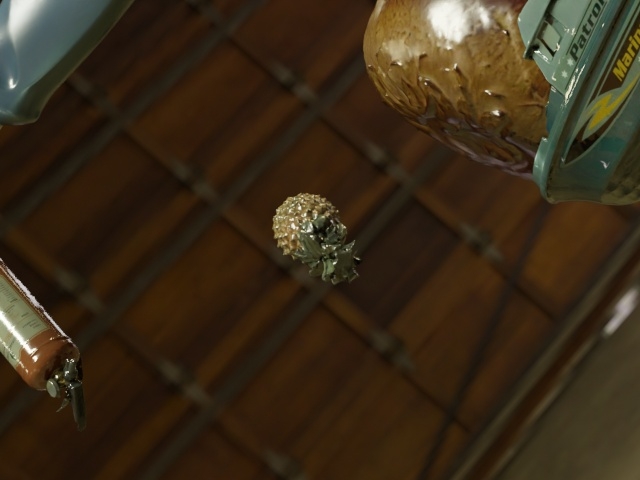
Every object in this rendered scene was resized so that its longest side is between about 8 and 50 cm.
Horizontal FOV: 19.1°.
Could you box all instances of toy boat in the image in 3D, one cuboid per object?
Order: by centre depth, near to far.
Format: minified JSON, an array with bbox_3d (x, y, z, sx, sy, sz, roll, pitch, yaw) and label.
[{"bbox_3d":[0.188,-0.129,1.069,0.114,0.122,0.296,-30,-25,-43],"label":"toy boat"}]

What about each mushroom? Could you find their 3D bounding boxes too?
[{"bbox_3d":[0.174,-0.139,1.628,0.278,0.297,0.163,14,-86,-52],"label":"mushroom"}]

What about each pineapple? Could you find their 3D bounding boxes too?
[{"bbox_3d":[0.000,0.000,1.889,0.074,0.074,0.159,-49,21,3],"label":"pineapple"}]

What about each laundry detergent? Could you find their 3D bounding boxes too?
[{"bbox_3d":[-0.230,-0.170,1.560,0.206,0.096,0.061,-53,-11,11],"label":"laundry detergent"}]

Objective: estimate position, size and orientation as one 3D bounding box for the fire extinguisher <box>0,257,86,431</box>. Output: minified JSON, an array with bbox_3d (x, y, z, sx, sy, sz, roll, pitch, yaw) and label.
[{"bbox_3d":[-0.226,0.066,1.422,0.050,0.177,0.062,-22,-33,-37],"label":"fire extinguisher"}]
